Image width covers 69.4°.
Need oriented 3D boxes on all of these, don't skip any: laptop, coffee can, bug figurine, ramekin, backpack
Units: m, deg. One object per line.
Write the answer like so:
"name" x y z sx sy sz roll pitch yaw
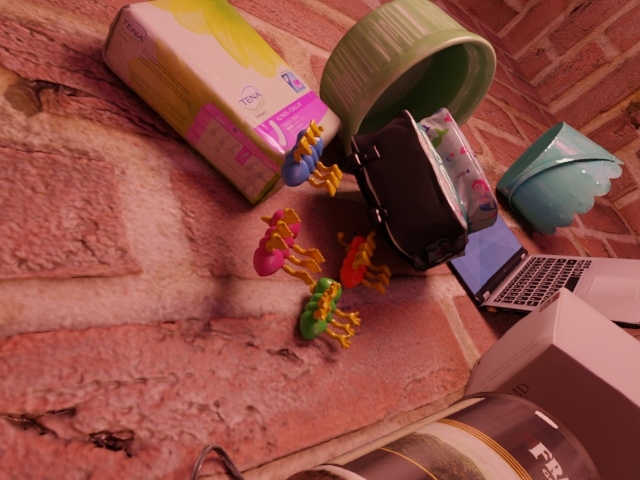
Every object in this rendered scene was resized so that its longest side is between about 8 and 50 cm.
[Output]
"laptop" 0.448 -0.017 0.978 0.382 0.408 0.236 -23 110 -50
"coffee can" 0.114 0.273 0.428 0.275 0.201 0.201 1 59 -44
"bug figurine" 0.000 0.000 0.593 0.279 0.072 0.216 61 41 -36
"ramekin" 0.145 -0.277 0.843 0.303 0.303 0.148 -5 55 -46
"backpack" 0.164 -0.068 0.740 0.253 0.191 0.225 52 17 -68

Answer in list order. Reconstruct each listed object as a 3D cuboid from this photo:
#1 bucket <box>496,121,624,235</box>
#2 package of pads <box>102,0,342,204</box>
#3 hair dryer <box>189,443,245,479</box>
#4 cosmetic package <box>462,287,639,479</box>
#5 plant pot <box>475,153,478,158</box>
"bucket" 0.631 -0.170 1.253 0.183 0.281 0.281 41 38 3
"package of pads" -0.128 -0.214 0.673 0.296 0.101 0.229 44 37 -6
"hair dryer" -0.097 0.296 0.298 0.223 0.080 0.293 6 56 -42
"cosmetic package" 0.419 0.276 0.646 0.385 0.217 0.156 35 38 9
"plant pot" 0.283 -0.149 0.987 0.134 0.095 0.134 15 31 -9
